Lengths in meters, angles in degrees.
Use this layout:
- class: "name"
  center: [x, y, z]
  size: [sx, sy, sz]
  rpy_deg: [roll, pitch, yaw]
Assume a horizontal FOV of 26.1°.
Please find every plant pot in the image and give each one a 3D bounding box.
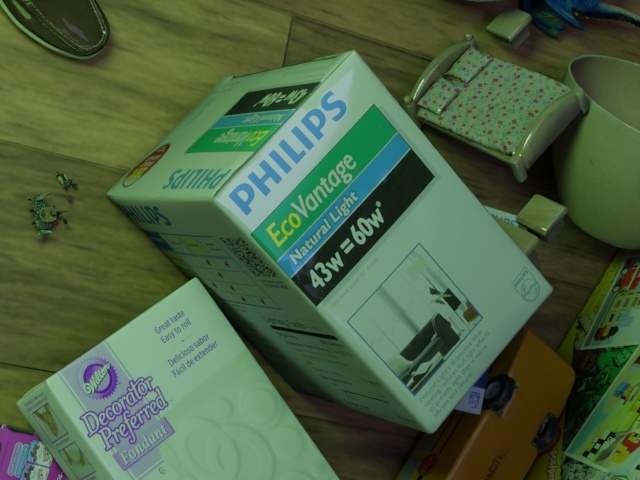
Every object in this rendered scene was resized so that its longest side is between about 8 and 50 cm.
- class: "plant pot"
  center: [0.429, -0.100, 1.878]
  size: [0.284, 0.284, 0.191]
  rpy_deg: [6, 122, -28]

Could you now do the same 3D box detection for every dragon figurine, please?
- class: "dragon figurine"
  center: [0.334, -0.332, 1.904]
  size: [0.289, 0.085, 0.144]
  rpy_deg: [41, 74, -17]

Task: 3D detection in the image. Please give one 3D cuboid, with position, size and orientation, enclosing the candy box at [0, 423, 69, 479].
- class: "candy box"
  center: [-0.288, 0.312, 1.582]
  size: [0.233, 0.071, 0.159]
  rpy_deg: [21, 78, -26]

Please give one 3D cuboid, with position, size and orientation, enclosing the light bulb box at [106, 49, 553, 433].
- class: "light bulb box"
  center: [0.000, 0.000, 1.573]
  size: [0.225, 0.358, 0.361]
  rpy_deg: [-48, 111, -17]

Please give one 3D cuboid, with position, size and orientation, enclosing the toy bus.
- class: "toy bus"
  center: [0.204, 0.273, 1.809]
  size: [0.108, 0.130, 0.332]
  rpy_deg: [41, 72, -23]

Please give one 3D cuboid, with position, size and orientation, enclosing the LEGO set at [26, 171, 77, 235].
- class: "LEGO set"
  center: [-0.314, -0.039, 1.601]
  size: [0.054, 0.023, 0.083]
  rpy_deg: [54, 55, -20]

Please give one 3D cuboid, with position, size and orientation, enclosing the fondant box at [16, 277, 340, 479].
- class: "fondant box"
  center: [-0.148, 0.244, 1.572]
  size: [0.238, 0.096, 0.330]
  rpy_deg: [-36, 91, -39]

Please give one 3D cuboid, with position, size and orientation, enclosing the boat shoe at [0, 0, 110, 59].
- class: "boat shoe"
  center: [-0.330, -0.307, 1.547]
  size: [0.257, 0.095, 0.095]
  rpy_deg: [46, 70, -20]

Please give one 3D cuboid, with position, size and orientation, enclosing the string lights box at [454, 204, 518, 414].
- class: "string lights box"
  center: [0.169, 0.086, 1.789]
  size: [0.077, 0.133, 0.259]
  rpy_deg: [15, 82, -26]

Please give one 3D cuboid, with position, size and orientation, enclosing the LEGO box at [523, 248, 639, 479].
- class: "LEGO box"
  center: [0.503, 0.179, 1.833]
  size: [0.193, 0.372, 0.500]
  rpy_deg: [42, 71, -21]

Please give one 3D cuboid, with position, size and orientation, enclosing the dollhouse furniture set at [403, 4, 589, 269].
- class: "dollhouse furniture set"
  center: [0.219, -0.164, 1.693]
  size: [0.355, 0.303, 0.174]
  rpy_deg: [-48, 141, -15]
